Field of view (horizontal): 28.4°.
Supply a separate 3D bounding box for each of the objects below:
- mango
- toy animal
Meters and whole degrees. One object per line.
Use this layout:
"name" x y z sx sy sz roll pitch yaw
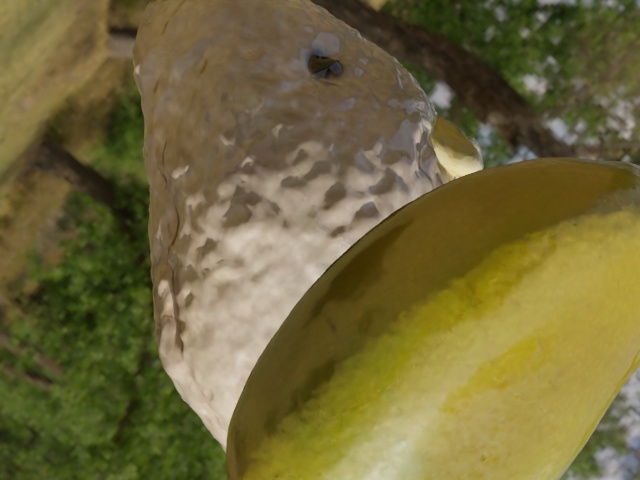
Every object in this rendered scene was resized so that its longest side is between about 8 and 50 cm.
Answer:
"mango" 0.045 0.040 0.433 0.191 0.122 0.085 -50 -144 -2
"toy animal" 0.001 0.007 0.825 0.226 0.359 0.188 -3 180 -34
